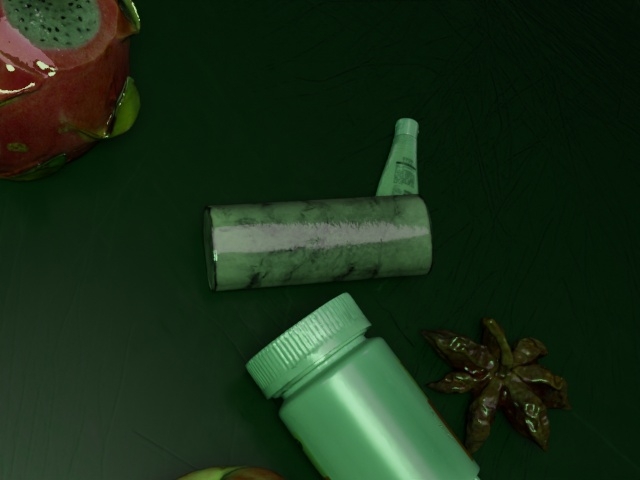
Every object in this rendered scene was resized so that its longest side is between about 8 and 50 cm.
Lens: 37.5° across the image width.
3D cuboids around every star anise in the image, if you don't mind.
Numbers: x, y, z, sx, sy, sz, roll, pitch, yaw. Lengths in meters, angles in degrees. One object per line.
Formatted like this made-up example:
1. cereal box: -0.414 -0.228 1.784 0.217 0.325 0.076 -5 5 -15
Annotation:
1. star anise: 0.241 0.186 1.249 0.212 0.111 0.196 11 68 -25

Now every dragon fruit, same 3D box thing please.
1. dragon fruit: -0.345 -0.227 1.124 0.290 0.189 0.291 8 74 -29

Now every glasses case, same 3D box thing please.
1. glasses case: 0.000 0.000 1.235 0.299 0.060 0.114 -3 84 -17

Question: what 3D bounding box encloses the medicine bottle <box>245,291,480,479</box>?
1. medicine bottle: 0.064 0.232 1.114 0.158 0.158 0.318 -31 80 -32

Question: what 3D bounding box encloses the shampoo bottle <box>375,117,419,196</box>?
1. shampoo bottle: 0.115 -0.093 1.365 0.069 0.041 0.191 16 60 -11

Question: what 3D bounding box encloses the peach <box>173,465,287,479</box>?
1. peach: -0.086 0.359 0.961 0.232 0.232 0.257 -38 117 -32
